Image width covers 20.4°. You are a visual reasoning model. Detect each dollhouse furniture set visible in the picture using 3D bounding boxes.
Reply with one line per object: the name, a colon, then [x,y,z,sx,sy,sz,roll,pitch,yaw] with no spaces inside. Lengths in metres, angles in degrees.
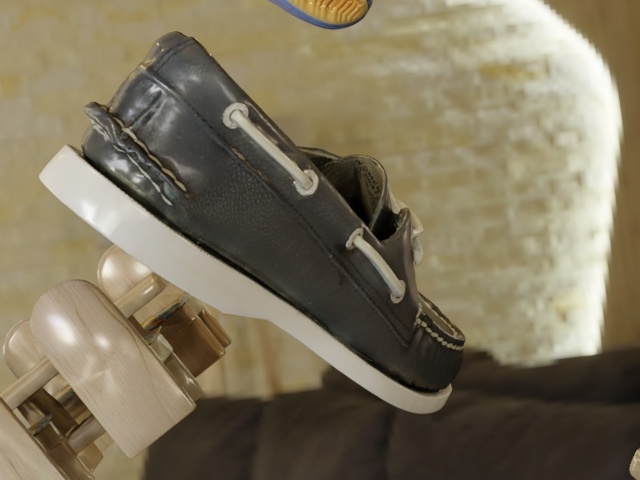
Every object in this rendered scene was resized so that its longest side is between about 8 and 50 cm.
dollhouse furniture set: [-0.191,0.076,0.976,0.242,0.161,0.212,-38,3,6]

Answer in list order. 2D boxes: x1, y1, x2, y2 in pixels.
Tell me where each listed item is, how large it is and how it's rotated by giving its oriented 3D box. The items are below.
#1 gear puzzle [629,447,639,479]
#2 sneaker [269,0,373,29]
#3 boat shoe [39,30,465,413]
gear puzzle: [0.346,0.180,1.446,0.175,0.339,0.044,37,42,28]
sneaker: [-0.076,-0.278,1.569,0.112,0.296,0.131,-44,-10,-28]
boat shoe: [0.000,0.000,0.830,0.114,0.091,0.302,40,5,33]
